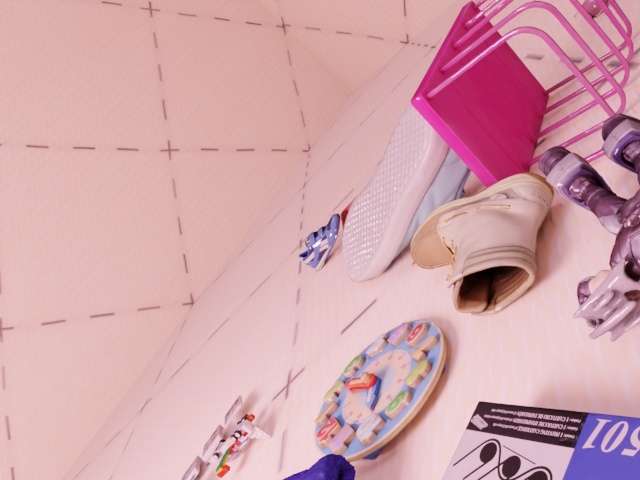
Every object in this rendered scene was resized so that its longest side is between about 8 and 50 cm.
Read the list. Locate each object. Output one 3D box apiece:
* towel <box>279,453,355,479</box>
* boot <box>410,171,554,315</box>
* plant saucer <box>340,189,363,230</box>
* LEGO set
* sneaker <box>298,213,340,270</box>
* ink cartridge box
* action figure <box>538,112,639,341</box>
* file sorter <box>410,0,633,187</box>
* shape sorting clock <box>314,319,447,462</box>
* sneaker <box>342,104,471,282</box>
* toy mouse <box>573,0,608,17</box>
[{"bbox_3d":[-0.075,0.367,0.576,0.308,0.076,0.228,-42,22,27],"label":"towel"},{"bbox_3d":[0.174,0.021,0.718,0.213,0.077,0.165,-32,23,45],"label":"boot"},{"bbox_3d":[0.148,-0.096,1.199,0.258,0.047,0.259,-46,14,13],"label":"plant saucer"},{"bbox_3d":[-0.163,0.359,0.970,0.183,0.060,0.244,-55,5,-9],"label":"LEGO set"},{"bbox_3d":[0.000,0.000,1.315,0.053,0.059,0.144,-79,15,-67],"label":"sneaker"},{"bbox_3d":[0.167,0.165,0.394,0.097,0.046,0.207,-56,15,-22],"label":"ink cartridge box"},{"bbox_3d":[0.267,-0.025,0.478,0.185,0.099,0.285,-46,11,27],"label":"action figure"},{"bbox_3d":[0.288,-0.231,0.795,0.182,0.202,0.291,-30,22,46],"label":"file sorter"},{"bbox_3d":[0.066,0.173,0.713,0.206,0.040,0.206,-46,14,14],"label":"shape sorting clock"},{"bbox_3d":[0.153,-0.053,0.951,0.366,0.150,0.135,119,146,-47],"label":"sneaker"},{"bbox_3d":[0.501,-0.445,1.070,0.161,0.031,0.143,-53,14,-17],"label":"toy mouse"}]
